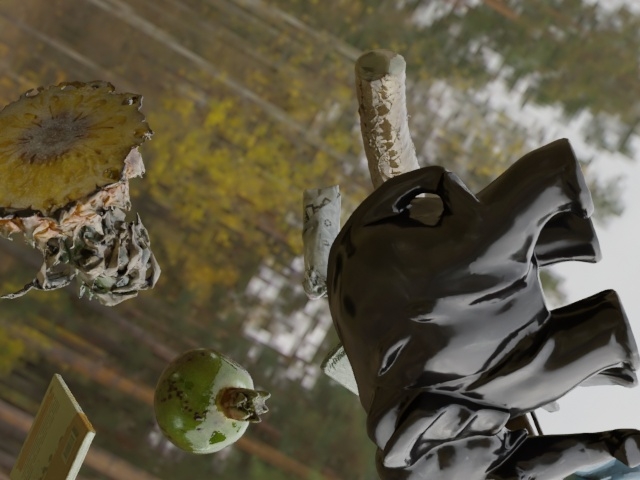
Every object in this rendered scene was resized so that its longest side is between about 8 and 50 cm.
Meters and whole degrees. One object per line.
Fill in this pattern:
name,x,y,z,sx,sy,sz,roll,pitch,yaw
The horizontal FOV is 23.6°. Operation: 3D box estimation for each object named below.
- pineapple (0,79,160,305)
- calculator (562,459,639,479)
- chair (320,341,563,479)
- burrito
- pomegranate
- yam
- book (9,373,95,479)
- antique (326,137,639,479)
pineapple,-0.303,-0.022,1.939,0.272,0.262,0.262,76,29,-45
calculator,0.426,0.407,2.239,0.188,0.303,0.042,-20,-145,2
chair,0.159,0.216,1.699,0.160,0.319,0.186,-29,-127,21
burrito,-0.001,-0.001,2.455,0.064,0.064,0.203,131,-36,-60
pomegranate,-0.159,0.239,2.284,0.205,0.159,0.159,-1,-125,47
yam,0.080,-0.104,1.725,0.300,0.066,0.066,77,33,-54
book,-0.460,0.365,2.598,0.208,0.020,0.295,-66,-156,5
antique,0.139,0.080,1.342,0.255,0.322,0.185,-20,-163,5
